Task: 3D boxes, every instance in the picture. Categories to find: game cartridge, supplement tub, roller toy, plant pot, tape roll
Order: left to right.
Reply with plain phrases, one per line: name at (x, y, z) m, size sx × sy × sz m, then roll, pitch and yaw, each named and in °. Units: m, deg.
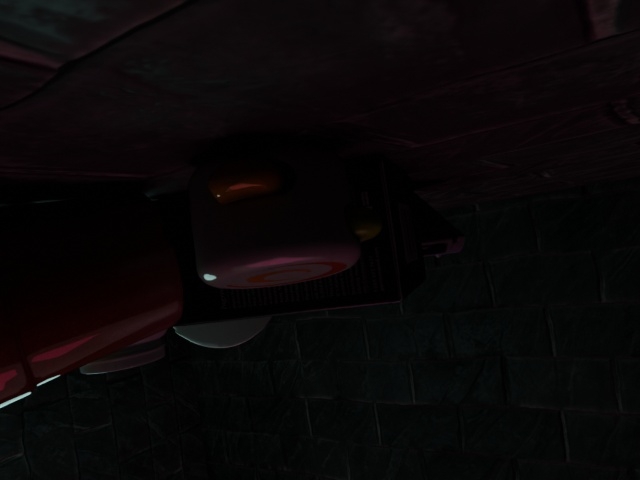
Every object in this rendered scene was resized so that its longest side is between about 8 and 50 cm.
plant pot at (-0.344, 0.058, 0.685) m, size 0.265 × 0.272 × 0.272 m, roll -17°, pitch -176°, yaw -32°
supplement tub at (-0.517, 0.145, 1.303) m, size 0.241 × 0.331 × 0.241 m, roll -8°, pitch 179°, yaw 0°
tape roll at (-0.327, 0.153, 1.688) m, size 0.392 × 0.391 × 0.072 m, roll -8°, pitch 179°, yaw -8°
roller toy at (-0.057, -0.029, 0.606) m, size 0.209 × 0.146 × 0.191 m, roll 0°, pitch 165°, yaw -39°
game cartridge at (0.127, -0.029, 1.204) m, size 0.355 × 0.068 × 0.230 m, roll -7°, pitch -148°, yaw -25°

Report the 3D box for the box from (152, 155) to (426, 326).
box at (-0.041, 0.008, 0.901) m, size 0.396 × 0.211 × 0.293 m, roll -9°, pitch 179°, yaw 17°
